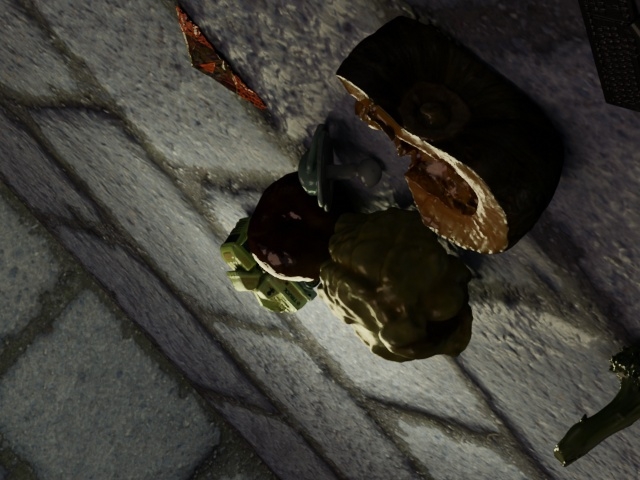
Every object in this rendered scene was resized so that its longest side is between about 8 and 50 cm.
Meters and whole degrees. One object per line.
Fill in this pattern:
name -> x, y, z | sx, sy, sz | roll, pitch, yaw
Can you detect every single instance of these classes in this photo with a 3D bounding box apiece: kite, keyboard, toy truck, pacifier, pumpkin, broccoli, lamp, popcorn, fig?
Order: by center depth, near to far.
lamp -> 0.320, -0.208, 1.308 | 0.054, 0.041, 0.121 | 47, 163, -5
keyboard -> 0.292, -0.200, 1.410 | 0.067, 0.011, 0.202 | 24, 155, 37
pumpkin -> 0.151, -0.116, 1.667 | 0.280, 0.139, 0.190 | 39, 160, 9
broccoli -> 0.389, 0.222, 1.851 | 0.122, 0.204, 0.118 | 43, 166, 43
pacifier -> 0.029, -0.104, 2.007 | 0.116, 0.127, 0.150 | -1, 168, 8
popcorn -> 0.107, 0.063, 2.054 | 0.255, 0.195, 0.256 | 38, 149, 24
kite -> -0.169, -0.266, 2.124 | 0.222, 0.008, 0.125 | 49, 159, -21
fig -> 0.001, 0.001, 2.199 | 0.145, 0.170, 0.274 | 22, 173, 33
toy truck -> -0.097, 0.056, 2.514 | 0.191, 0.116, 0.085 | 47, 158, -18
